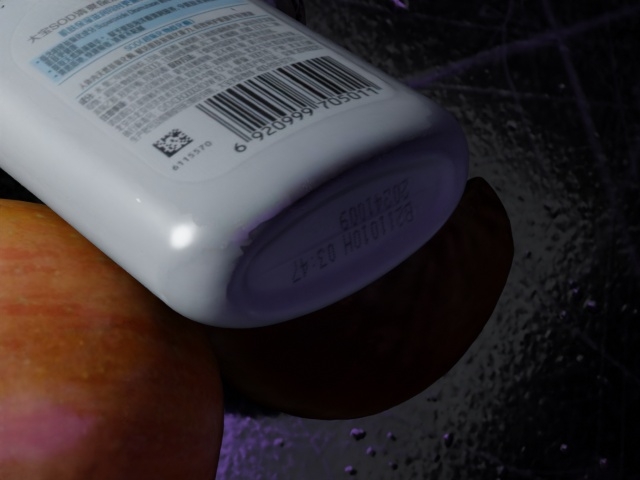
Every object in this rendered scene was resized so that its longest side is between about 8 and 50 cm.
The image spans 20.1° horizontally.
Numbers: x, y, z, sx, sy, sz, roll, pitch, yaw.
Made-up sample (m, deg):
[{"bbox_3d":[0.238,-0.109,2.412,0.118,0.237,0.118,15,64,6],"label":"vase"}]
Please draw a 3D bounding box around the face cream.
[{"bbox_3d":[-0.090,-0.076,0.870,0.163,0.337,0.080,-28,132,-28],"label":"face cream"}]

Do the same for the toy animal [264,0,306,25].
[{"bbox_3d":[-0.042,-0.122,1.002,0.137,0.098,0.098,22,78,-17],"label":"toy animal"}]

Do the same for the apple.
[{"bbox_3d":[-0.177,0.094,0.857,0.241,0.242,0.242,-1,85,-17],"label":"apple"}]

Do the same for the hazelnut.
[{"bbox_3d":[0.000,0.000,0.967,0.178,0.178,0.204,-45,99,-18],"label":"hazelnut"}]
